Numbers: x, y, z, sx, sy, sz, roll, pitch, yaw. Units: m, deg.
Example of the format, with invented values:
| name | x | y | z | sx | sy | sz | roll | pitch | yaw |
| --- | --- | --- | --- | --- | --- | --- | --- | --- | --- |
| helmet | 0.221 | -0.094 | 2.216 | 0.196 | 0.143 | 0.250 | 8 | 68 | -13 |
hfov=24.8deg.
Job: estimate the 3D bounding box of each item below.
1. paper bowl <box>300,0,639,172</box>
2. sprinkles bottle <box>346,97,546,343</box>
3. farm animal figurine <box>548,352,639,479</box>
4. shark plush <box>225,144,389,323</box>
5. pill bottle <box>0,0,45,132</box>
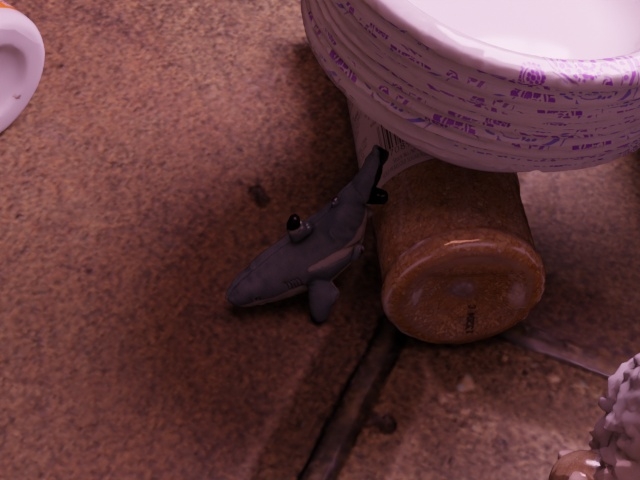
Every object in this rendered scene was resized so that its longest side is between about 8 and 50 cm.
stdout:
| name | x | y | z | sx | sy | sz | roll | pitch | yaw |
| --- | --- | --- | --- | --- | --- | --- | --- | --- | --- |
| paper bowl | 0.127 | -0.161 | 1.024 | 0.284 | 0.148 | 0.284 | 7 | 48 | -7 |
| sprinkles bottle | 0.081 | -0.092 | 1.135 | 0.121 | 0.121 | 0.355 | -2 | 50 | -7 |
| farm animal figurine | 0.125 | 0.248 | 0.726 | 0.172 | 0.327 | 0.330 | 16 | 31 | -8 |
| shark plush | 0.000 | 0.000 | 1.038 | 0.067 | 0.161 | 0.073 | 13 | 52 | -38 |
| pill bottle | -0.337 | -0.178 | 1.169 | 0.221 | 0.121 | 0.121 | 36 | 55 | 23 |
